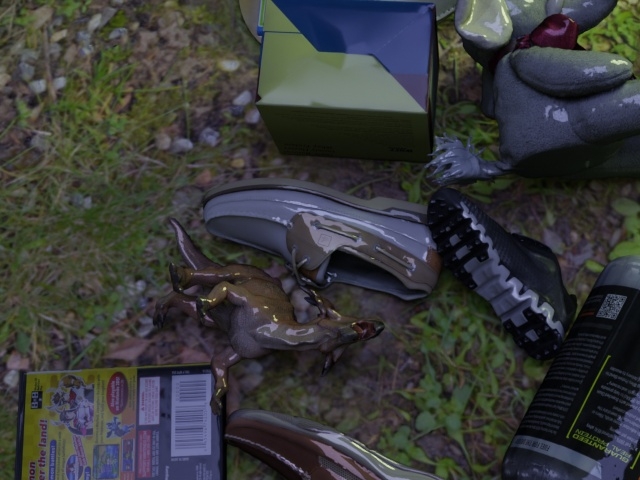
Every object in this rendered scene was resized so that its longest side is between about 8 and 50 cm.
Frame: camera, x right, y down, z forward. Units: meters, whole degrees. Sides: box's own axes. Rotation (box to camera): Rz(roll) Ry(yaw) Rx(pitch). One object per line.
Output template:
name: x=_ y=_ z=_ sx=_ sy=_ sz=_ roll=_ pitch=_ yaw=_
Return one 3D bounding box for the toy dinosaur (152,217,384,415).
toy dinosaur: x=-0.072 y=0.080 z=1.487 sx=0.200 sy=0.127 sz=0.295 roll=-14 pitch=41 yaw=-30

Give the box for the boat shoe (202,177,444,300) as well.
boat shoe: x=0.000 y=0.000 z=1.514 sx=0.302 sy=0.113 sz=0.103 roll=7 pitch=66 yaw=8

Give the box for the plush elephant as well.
plush elephant: x=0.270 y=-0.208 z=1.474 sx=0.330 sy=0.272 sz=0.255 roll=-9 pitch=74 yaw=7

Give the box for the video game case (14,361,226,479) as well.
video game case: x=-0.234 y=0.283 z=1.479 sx=0.248 sy=0.035 sz=0.274 roll=-3 pitch=71 yaw=5

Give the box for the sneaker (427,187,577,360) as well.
sneaker: x=0.218 y=0.024 z=1.481 sx=0.234 sy=0.078 sz=0.106 roll=50 pitch=48 yaw=-2

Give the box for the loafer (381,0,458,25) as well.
loafer: x=0.178 y=-0.367 z=1.616 sx=0.319 sy=0.111 sz=0.112 roll=-46 pitch=101 yaw=-9

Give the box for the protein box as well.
protein box: x=0.039 y=-0.190 z=1.523 sx=0.200 sy=0.201 sz=0.135 roll=4 pitch=78 yaw=8

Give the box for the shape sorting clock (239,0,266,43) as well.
shape sorting clock: x=-0.005 y=-0.330 z=1.671 sx=0.206 sy=0.040 sz=0.206 roll=-1 pitch=83 yaw=6

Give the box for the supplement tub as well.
supplement tub: x=0.330 y=0.203 z=1.356 sx=0.207 sy=0.207 sz=0.338 roll=28 pitch=75 yaw=15

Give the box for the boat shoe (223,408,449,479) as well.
boat shoe: x=0.030 y=0.284 z=1.408 sx=0.324 sy=0.123 sz=0.116 roll=22 pitch=77 yaw=15
